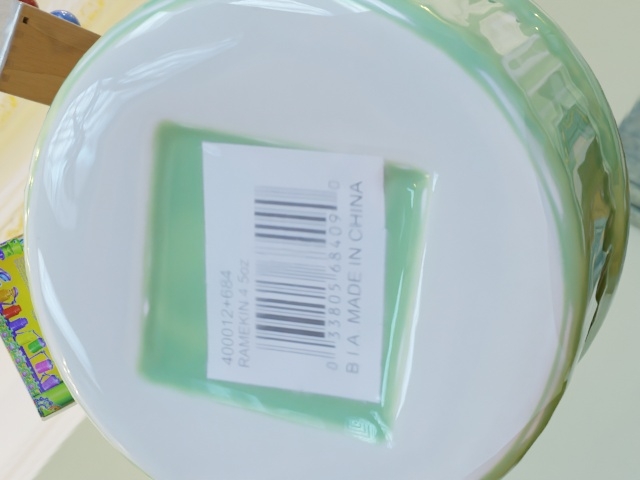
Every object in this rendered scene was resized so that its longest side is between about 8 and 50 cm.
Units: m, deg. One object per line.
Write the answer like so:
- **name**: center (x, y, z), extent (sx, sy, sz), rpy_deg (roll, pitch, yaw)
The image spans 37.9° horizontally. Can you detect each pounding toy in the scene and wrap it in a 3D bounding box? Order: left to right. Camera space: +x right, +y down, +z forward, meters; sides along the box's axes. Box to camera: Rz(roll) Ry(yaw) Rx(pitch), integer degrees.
- **pounding toy**: center (-0.269, -0.181, 0.775), extent (0.130, 0.141, 0.100), rpy_deg (10, -78, -63)

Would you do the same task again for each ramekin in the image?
- **ramekin**: center (0.000, 0.000, 0.478), extent (0.304, 0.303, 0.148), rpy_deg (-70, -12, 20)

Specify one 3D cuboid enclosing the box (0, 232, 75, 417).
- **box**: center (-0.418, 0.118, 1.615), extent (0.279, 0.290, 0.177), rpy_deg (-26, -5, -19)
